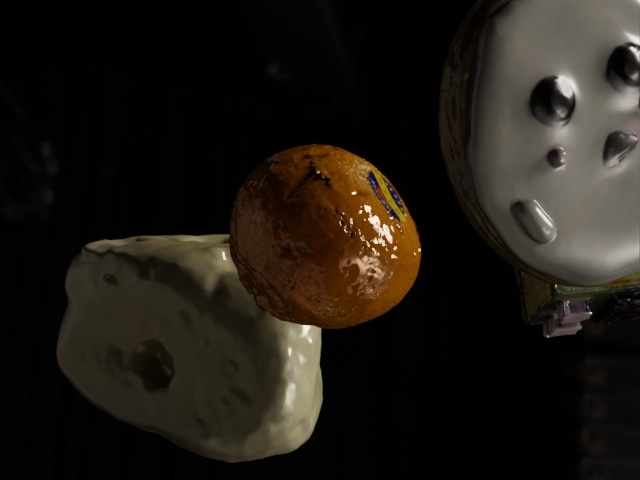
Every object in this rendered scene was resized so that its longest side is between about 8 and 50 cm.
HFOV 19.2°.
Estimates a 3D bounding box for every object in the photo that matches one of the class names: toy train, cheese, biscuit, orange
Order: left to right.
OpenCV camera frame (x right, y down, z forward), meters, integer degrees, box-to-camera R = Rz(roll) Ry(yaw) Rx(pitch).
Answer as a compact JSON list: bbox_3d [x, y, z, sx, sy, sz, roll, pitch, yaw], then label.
[{"bbox_3d":[-0.066,0.087,1.681,0.251,0.174,0.248,-2,18,-41],"label":"cheese"},{"bbox_3d":[-0.001,-0.002,1.292,0.117,0.136,0.135,-27,-33,17],"label":"orange"},{"bbox_3d":[0.164,-0.068,1.166,0.208,0.181,0.049,59,-18,-21],"label":"biscuit"},{"bbox_3d":[0.302,-0.009,1.840,0.260,0.177,0.134,-6,-15,-9],"label":"toy train"}]
